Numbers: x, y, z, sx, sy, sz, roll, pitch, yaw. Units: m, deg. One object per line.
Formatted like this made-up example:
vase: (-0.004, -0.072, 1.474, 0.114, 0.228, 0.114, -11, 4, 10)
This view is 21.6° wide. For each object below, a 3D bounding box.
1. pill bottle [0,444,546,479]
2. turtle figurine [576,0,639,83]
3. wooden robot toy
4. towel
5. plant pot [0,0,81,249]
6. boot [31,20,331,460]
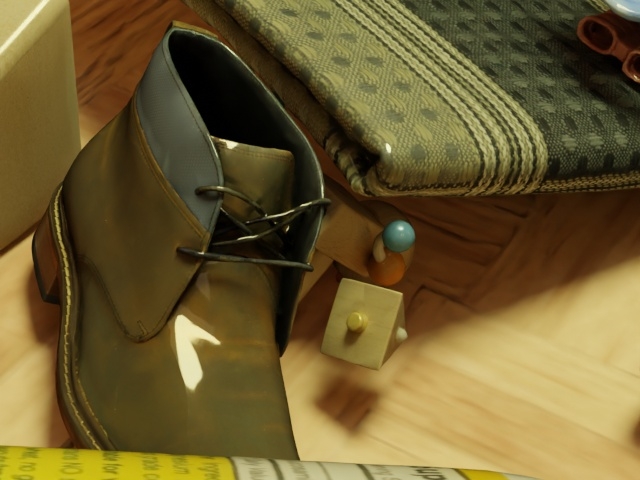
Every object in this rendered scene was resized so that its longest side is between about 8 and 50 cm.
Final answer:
pill bottle: (-0.029, 0.141, 0.368, 0.333, 0.188, 0.188, 4, 38, -7)
turtle figurine: (0.233, -0.187, 0.736, 0.266, 0.197, 0.275, 21, 68, -42)
wooden robot toy: (0.000, 0.000, 0.678, 0.079, 0.076, 0.173, 23, 19, -48)
towel: (0.042, -0.120, 0.783, 0.312, 0.056, 0.324, -7, 42, -41)
plant pot: (-0.165, -0.043, 0.653, 0.109, 0.109, 0.096, 18, 51, 12)
boot: (-0.041, 0.016, 0.581, 0.082, 0.106, 0.219, 8, 33, -34)
